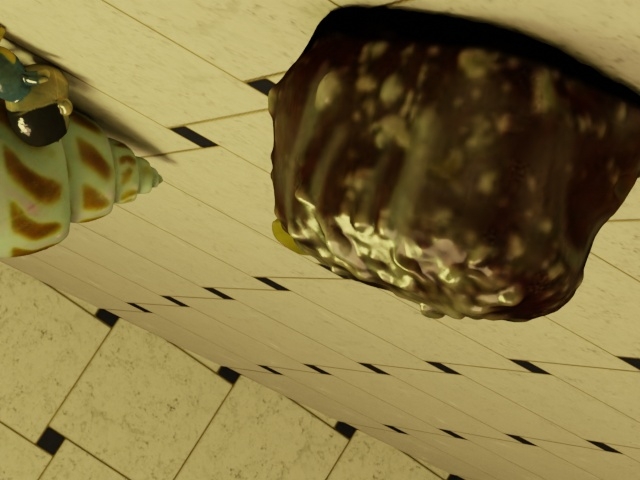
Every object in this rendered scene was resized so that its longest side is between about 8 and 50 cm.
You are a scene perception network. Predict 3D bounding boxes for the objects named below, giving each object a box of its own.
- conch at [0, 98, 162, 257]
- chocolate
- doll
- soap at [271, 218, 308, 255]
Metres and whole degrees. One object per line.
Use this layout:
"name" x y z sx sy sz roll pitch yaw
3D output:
"conch" -0.385 -0.103 2.067 0.197 0.249 0.368 3 -177 40
"chocolate" 0.097 -0.046 1.361 0.340 0.210 0.225 15 168 36
"doll" -0.347 -0.183 1.928 0.102 0.089 0.179 12 140 41
"soap" 0.001 -0.001 2.129 0.140 0.045 0.089 14 162 43
